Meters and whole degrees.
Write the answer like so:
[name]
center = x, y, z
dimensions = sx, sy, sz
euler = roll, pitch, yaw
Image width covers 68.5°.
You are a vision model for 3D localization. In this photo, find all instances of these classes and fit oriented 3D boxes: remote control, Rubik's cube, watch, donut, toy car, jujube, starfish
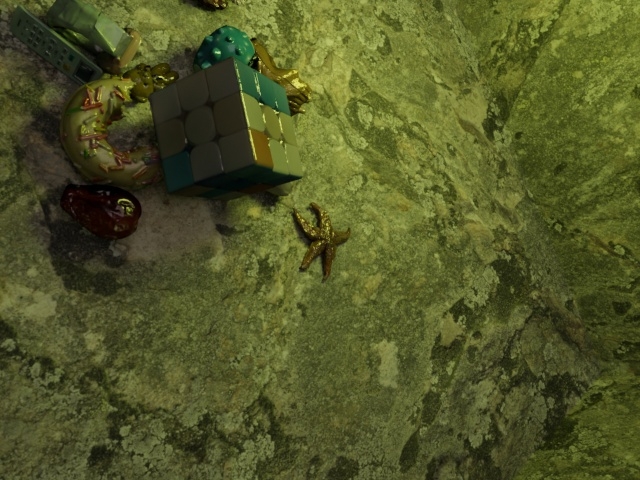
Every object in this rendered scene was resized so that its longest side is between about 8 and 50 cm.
[remote control]
center = -0.839, -0.611, 1.503
dimensions = 0.293, 0.103, 0.051
euler = 40, 37, -19
[Rubik's cube]
center = -0.302, -0.343, 1.564
dimensions = 0.344, 0.346, 0.347
euler = -5, 83, -66
[watch]
center = -0.727, -0.665, 1.491
dimensions = 0.241, 0.253, 0.162
euler = 35, 80, -42
[donut]
center = -0.658, -0.335, 1.509
dimensions = 0.307, 0.150, 0.371
euler = -34, 105, -28
[toy car]
center = -0.362, -0.652, 1.707
dimensions = 0.188, 0.255, 0.190
euler = 49, 26, -1
[jujube]
center = -0.681, -0.099, 1.459
dimensions = 0.236, 0.168, 0.168
euler = 23, 68, -19
[starfish]
center = 0.002, 0.000, 1.922
dimensions = 0.299, 0.060, 0.303
euler = 19, 71, -30

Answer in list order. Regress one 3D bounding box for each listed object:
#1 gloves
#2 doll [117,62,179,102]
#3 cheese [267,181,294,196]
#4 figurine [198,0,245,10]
[gloves]
center = -0.190, -0.634, 1.869
dimensions = 0.356, 0.203, 0.155
euler = 39, 85, -14
[doll]
center = -0.594, -0.573, 1.648
dimensions = 0.137, 0.097, 0.209
euler = 48, 54, -8
[cheese]
center = -0.176, -0.287, 1.815
dimensions = 0.198, 0.154, 0.189
euler = 30, 60, -23
[figurine]
center = -0.388, -0.985, 1.848
dimensions = 0.240, 0.115, 0.175
euler = -32, 100, -39
